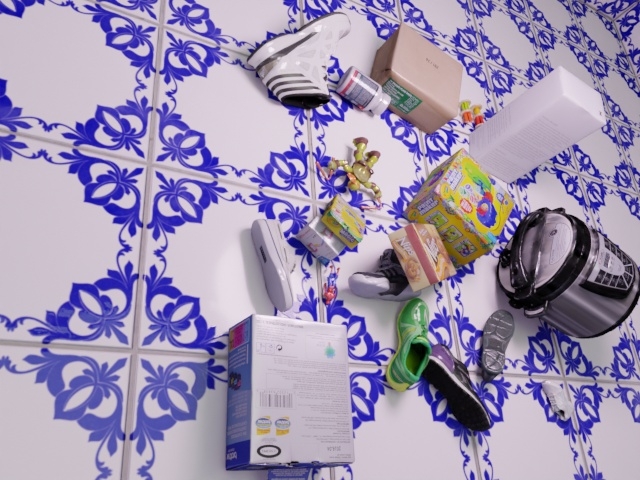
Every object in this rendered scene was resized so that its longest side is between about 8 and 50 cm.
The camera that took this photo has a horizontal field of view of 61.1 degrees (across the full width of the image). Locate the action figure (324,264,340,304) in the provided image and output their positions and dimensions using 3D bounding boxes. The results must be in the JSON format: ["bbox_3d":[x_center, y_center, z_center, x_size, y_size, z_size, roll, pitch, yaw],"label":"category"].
[{"bbox_3d":[0.031,0.130,1.561,0.038,0.030,0.115,21,61,-17],"label":"action figure"}]

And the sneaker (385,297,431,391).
[{"bbox_3d":[0.281,0.297,1.576,0.110,0.123,0.295,32,53,-18],"label":"sneaker"}]

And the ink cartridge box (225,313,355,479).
[{"bbox_3d":[-0.074,0.391,1.277,0.270,0.151,0.395,12,59,-28],"label":"ink cartridge box"}]

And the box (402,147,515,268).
[{"bbox_3d":[0.484,-0.113,1.890,0.279,0.177,0.290,43,51,-6],"label":"box"}]

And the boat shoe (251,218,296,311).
[{"bbox_3d":[-0.110,0.061,1.466,0.088,0.096,0.267,-7,63,-31],"label":"boat shoe"}]

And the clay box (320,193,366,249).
[{"bbox_3d":[0.069,-0.055,1.596,0.127,0.053,0.222,44,19,-7],"label":"clay box"}]

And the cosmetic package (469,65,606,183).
[{"bbox_3d":[0.814,-0.427,2.087,0.230,0.453,0.161,24,56,-23],"label":"cosmetic package"}]

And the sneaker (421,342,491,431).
[{"bbox_3d":[0.425,0.430,1.621,0.283,0.107,0.124,53,44,1],"label":"sneaker"}]

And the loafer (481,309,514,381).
[{"bbox_3d":[0.571,0.344,1.788,0.096,0.084,0.267,20,46,14],"label":"loafer"}]

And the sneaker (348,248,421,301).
[{"bbox_3d":[0.186,0.094,1.639,0.269,0.101,0.152,13,59,-35],"label":"sneaker"}]

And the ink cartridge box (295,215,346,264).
[{"bbox_3d":[0.000,0.000,1.567,0.122,0.088,0.052,47,53,-4],"label":"ink cartridge box"}]

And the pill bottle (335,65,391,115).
[{"bbox_3d":[0.155,-0.526,1.929,0.180,0.108,0.107,31,53,-17],"label":"pill bottle"}]

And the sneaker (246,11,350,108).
[{"bbox_3d":[-0.017,-0.589,1.840,0.448,0.169,0.257,-38,99,-32],"label":"sneaker"}]

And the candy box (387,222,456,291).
[{"bbox_3d":[0.319,0.046,1.659,0.182,0.088,0.316,66,22,9],"label":"candy box"}]

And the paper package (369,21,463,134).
[{"bbox_3d":[0.369,-0.613,2.077,0.325,0.168,0.309,28,54,-20],"label":"paper package"}]

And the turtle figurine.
[{"bbox_3d":[0.120,-0.240,1.771,0.270,0.087,0.217,31,53,-17],"label":"turtle figurine"}]

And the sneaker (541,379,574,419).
[{"bbox_3d":[0.804,0.542,1.842,0.152,0.054,0.061,52,53,-1],"label":"sneaker"}]

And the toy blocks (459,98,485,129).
[{"bbox_3d":[0.643,-0.508,2.276,0.123,0.054,0.148,9,63,-31],"label":"toy blocks"}]

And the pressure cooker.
[{"bbox_3d":[0.827,0.108,1.885,0.421,0.375,0.369,32,19,-16],"label":"pressure cooker"}]
